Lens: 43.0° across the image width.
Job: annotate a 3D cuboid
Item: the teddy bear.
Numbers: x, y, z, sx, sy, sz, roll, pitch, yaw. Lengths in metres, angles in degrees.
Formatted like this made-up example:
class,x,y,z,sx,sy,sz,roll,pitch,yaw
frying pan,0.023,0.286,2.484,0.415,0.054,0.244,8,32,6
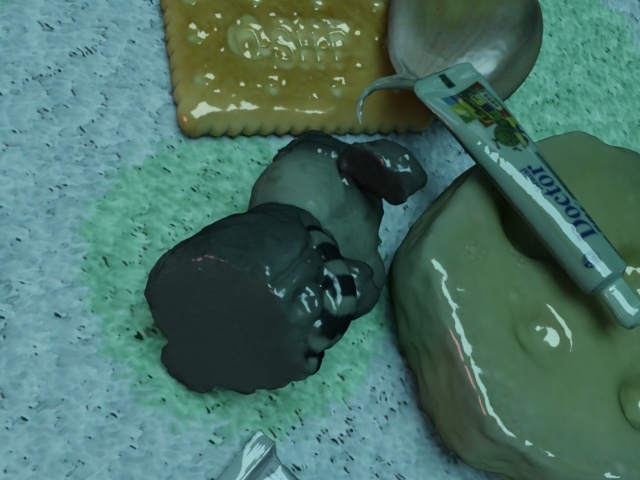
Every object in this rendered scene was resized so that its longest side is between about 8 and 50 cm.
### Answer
class,x,y,z,sx,sy,sz,roll,pitch,yaw
teddy bear,0.000,0.006,0.619,0.251,0.171,0.144,-46,108,-34

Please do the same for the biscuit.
class,x,y,z,sx,sy,sz,roll,pitch,yaw
biscuit,-0.018,-0.171,0.754,0.250,0.030,0.160,-3,70,-21

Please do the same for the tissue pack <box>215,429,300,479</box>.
class,x,y,z,sx,sy,sz,roll,pitch,yaw
tissue pack,-0.016,0.248,0.586,0.193,0.026,0.122,45,62,2

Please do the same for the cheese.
class,x,y,z,sx,sy,sz,roll,pitch,yaw
cheese,0.215,0.059,0.694,0.318,0.115,0.326,31,63,-4

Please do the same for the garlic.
class,x,y,z,sx,sy,sz,roll,pitch,yaw
garlic,0.129,-0.176,0.752,0.148,0.128,0.266,0,44,17

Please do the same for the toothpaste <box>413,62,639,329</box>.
class,x,y,z,sx,sy,sz,roll,pitch,yaw
toothpaste,0.168,-0.038,0.639,0.067,0.037,0.255,-28,75,-27
